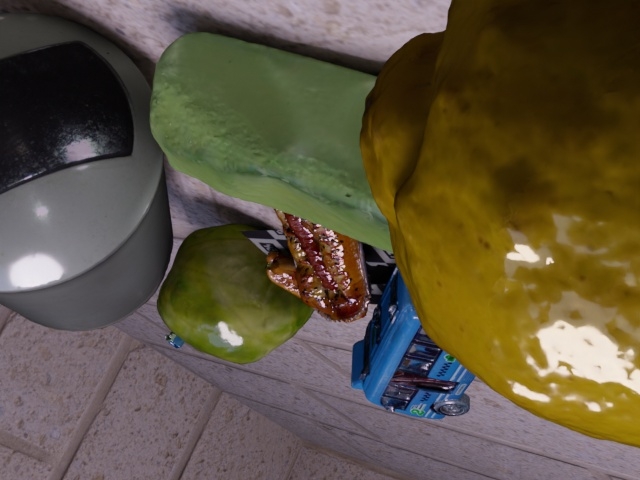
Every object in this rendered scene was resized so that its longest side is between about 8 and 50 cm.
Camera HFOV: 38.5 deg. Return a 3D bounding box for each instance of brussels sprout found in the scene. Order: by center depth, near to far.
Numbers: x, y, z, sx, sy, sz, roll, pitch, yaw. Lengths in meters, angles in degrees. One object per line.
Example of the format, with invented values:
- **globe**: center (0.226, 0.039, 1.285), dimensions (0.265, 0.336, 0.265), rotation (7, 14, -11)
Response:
- **brussels sprout**: center (-0.108, 0.072, 1.224), dimensions (0.223, 0.223, 0.161), rotation (17, 121, 24)

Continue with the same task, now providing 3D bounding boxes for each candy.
- **candy**: center (0.019, -0.072, 0.764), dimensions (0.343, 0.132, 0.142), rotation (21, -178, 21)

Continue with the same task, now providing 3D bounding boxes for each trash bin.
- **trash bin**: center (-0.301, -0.051, 1.011), dimensions (0.280, 0.280, 0.432), rotation (25, 165, 2)

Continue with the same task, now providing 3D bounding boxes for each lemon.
- **lemon**: center (0.187, -0.024, 0.445), dimensions (0.316, 0.286, 0.285), rotation (25, 164, -22)

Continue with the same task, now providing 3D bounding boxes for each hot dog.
- **hot dog**: center (0.000, 0.000, 0.975), dimensions (0.108, 0.059, 0.191), rotation (2, 119, 43)
- **hot dog**: center (-0.005, 0.055, 1.110), dimensions (0.144, 0.038, 0.062), rotation (31, 157, -19)

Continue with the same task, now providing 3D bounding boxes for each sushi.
- **sushi**: center (0.043, 0.012, 1.092), dimensions (0.215, 0.051, 0.192), rotation (0, 150, 38)

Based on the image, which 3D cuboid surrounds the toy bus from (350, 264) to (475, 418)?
- **toy bus**: center (0.122, 0.103, 1.015), dimensions (0.134, 0.114, 0.246), rotation (9, 147, -7)

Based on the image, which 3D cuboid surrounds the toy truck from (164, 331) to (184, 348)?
- **toy truck**: center (-0.190, 0.076, 1.394), dimensions (0.081, 0.175, 0.067), rotation (37, 161, -15)
